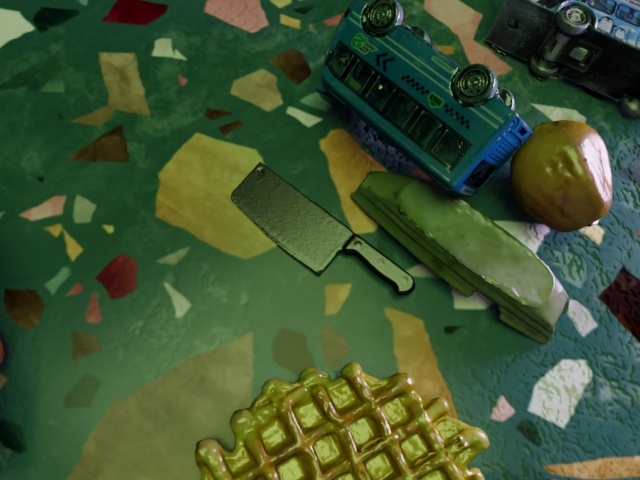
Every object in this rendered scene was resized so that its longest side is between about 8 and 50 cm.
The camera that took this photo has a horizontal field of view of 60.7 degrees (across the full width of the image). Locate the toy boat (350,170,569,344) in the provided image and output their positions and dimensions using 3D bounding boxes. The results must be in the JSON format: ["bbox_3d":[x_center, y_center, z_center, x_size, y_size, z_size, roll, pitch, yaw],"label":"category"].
[{"bbox_3d":[0.166,0.007,0.642,0.293,0.055,0.093,37,69,8],"label":"toy boat"}]

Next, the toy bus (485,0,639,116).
[{"bbox_3d":[0.388,-0.272,0.737,0.297,0.106,0.131,26,66,5],"label":"toy bus"}]

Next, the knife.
[{"bbox_3d":[0.000,0.000,0.651,0.245,0.019,0.072,36,75,10],"label":"knife"}]

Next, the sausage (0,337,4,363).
[{"bbox_3d":[-0.401,0.068,0.556,0.194,0.077,0.077,42,72,10],"label":"sausage"}]

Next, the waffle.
[{"bbox_3d":[0.021,0.261,0.535,0.309,0.065,0.283,15,68,4],"label":"waffle"}]

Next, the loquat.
[{"bbox_3d":[0.287,-0.074,0.649,0.113,0.137,0.137,-28,72,22],"label":"loquat"}]

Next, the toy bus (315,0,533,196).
[{"bbox_3d":[0.114,-0.168,0.637,0.246,0.113,0.134,45,110,22],"label":"toy bus"}]

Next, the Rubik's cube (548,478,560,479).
[{"bbox_3d":[0.295,0.372,0.418,0.253,0.256,0.259,31,71,6],"label":"Rubik's cube"}]
